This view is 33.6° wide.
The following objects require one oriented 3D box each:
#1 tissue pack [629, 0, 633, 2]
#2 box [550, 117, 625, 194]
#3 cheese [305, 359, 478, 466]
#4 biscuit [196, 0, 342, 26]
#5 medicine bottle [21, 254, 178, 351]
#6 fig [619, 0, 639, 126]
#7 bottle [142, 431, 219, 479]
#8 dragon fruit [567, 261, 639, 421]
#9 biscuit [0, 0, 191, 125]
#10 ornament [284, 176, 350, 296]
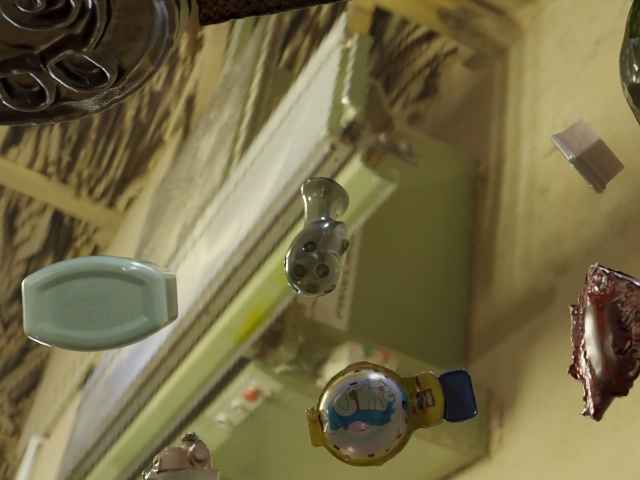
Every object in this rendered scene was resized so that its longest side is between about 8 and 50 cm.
[{"bbox_3d":[0.266,-0.341,0.943,0.137,0.269,0.209,-38,-29,-54],"label":"tissue pack"},{"bbox_3d":[0.423,-0.136,1.671,0.062,0.089,0.122,-41,22,15],"label":"box"},{"bbox_3d":[0.100,0.243,1.535,0.064,0.250,0.156,59,-162,-67],"label":"cheese"},{"bbox_3d":[-0.036,-0.316,1.183,0.070,0.252,0.106,-81,-18,-63],"label":"biscuit"},{"bbox_3d":[-0.194,0.055,0.981,0.229,0.121,0.083,168,98,-86],"label":"medicine bottle"},{"bbox_3d":[0.336,-0.141,0.812,0.245,0.195,0.195,-24,-31,-58],"label":"fig"},{"bbox_3d":[-0.170,0.313,1.289,0.099,0.099,0.152,141,131,-60],"label":"bottle"},{"bbox_3d":[0.241,0.085,0.911,0.131,0.063,0.097,-64,-3,-1],"label":"dragon fruit"},{"bbox_3d":[-0.341,-0.257,1.117,0.407,0.407,0.091,-49,39,48],"label":"biscuit"},{"bbox_3d":[0.000,0.000,1.289,0.081,0.075,0.156,-11,41,19],"label":"ornament"}]
